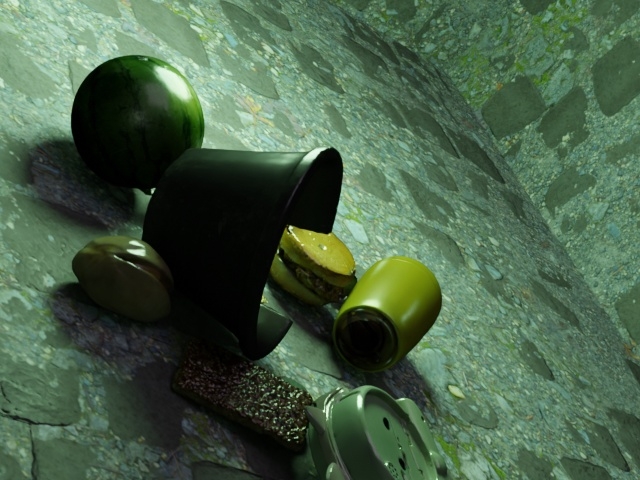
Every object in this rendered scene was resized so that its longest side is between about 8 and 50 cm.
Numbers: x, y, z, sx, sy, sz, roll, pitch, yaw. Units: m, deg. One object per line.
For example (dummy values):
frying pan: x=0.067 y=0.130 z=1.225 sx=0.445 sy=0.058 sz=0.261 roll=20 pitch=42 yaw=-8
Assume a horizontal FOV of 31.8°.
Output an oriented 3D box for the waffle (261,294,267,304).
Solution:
waffle: x=-0.160 y=0.080 z=2.041 sx=0.135 sy=0.021 sz=0.092 roll=9 pitch=41 yaw=-53

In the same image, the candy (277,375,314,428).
candy: x=-0.054 y=0.272 z=1.859 sx=0.103 sy=0.043 sz=0.103 roll=32 pitch=28 yaw=-20

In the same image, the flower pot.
flower pot: x=-0.142 y=-0.020 z=1.868 sx=0.251 sy=0.380 sz=0.379 roll=22 pitch=20 yaw=12

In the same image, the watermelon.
watermelon: x=-0.324 y=-0.208 z=1.995 sx=0.242 sy=0.242 sz=0.242 roll=35 pitch=24 yaw=-19

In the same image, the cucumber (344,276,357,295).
cucumber: x=0.000 y=0.000 z=2.384 sx=0.067 sy=0.067 sz=0.294 roll=22 pitch=30 yaw=-41

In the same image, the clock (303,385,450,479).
clock: x=0.092 y=0.354 z=1.793 sx=0.324 sy=0.108 sz=0.265 roll=32 pitch=32 yaw=-51

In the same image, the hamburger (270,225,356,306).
hamburger: x=-0.018 y=0.050 z=2.198 sx=0.191 sy=0.118 sz=0.181 roll=46 pitch=25 yaw=19

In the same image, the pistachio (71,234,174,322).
pistachio: x=-0.299 y=0.060 z=1.746 sx=0.185 sy=0.124 sz=0.124 roll=45 pitch=17 yaw=-42

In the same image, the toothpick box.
toothpick box: x=0.126 y=0.149 z=2.201 sx=0.175 sy=0.175 sz=0.271 roll=44 pitch=27 yaw=2

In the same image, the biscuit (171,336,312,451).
biscuit: x=-0.119 y=0.238 z=1.772 sx=0.230 sy=0.025 sz=0.131 roll=28 pitch=33 yaw=-11
